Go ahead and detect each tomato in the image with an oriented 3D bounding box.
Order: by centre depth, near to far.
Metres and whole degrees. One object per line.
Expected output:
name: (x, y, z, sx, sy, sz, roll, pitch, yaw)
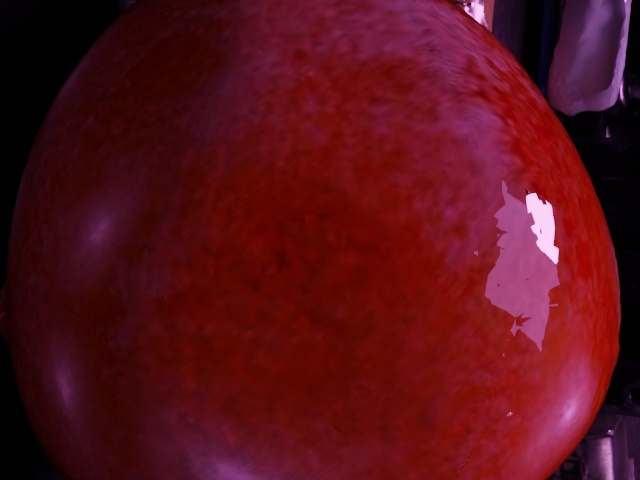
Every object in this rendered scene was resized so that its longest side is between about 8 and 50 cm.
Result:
tomato: (0.000, 0.000, 0.464, 0.167, 0.167, 0.167, -23, 116, -62)

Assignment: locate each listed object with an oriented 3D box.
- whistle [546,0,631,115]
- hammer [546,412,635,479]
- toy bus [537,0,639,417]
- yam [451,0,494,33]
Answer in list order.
whistle: (0.089, -0.172, 0.443, 0.163, 0.163, 0.290, -23, 125, -61)
hammer: (0.063, 0.207, 0.784, 0.365, 0.043, 0.111, -46, 137, -49)
toy bus: (0.184, -0.064, 0.856, 0.175, 0.138, 0.288, -4, 99, -63)
yam: (0.056, -0.112, 0.703, 0.032, 0.032, 0.145, 2, 95, -64)
